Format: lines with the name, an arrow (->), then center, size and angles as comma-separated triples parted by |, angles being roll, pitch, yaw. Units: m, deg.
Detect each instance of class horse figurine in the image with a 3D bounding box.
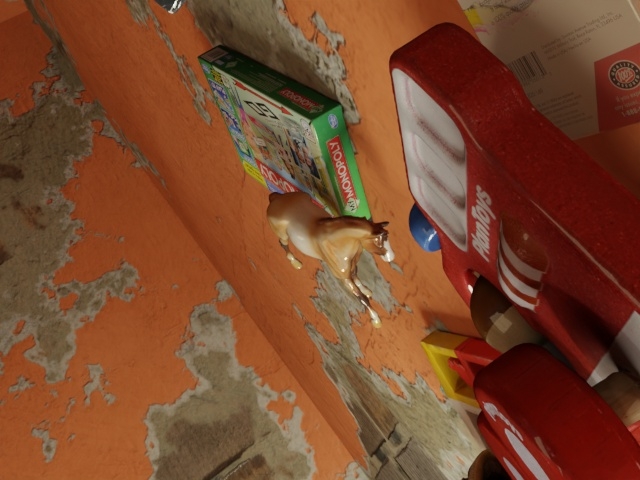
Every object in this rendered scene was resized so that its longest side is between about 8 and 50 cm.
horse figurine -> 0.000, 0.000, 0.859 | 0.263, 0.066, 0.174 | 37, 160, 43

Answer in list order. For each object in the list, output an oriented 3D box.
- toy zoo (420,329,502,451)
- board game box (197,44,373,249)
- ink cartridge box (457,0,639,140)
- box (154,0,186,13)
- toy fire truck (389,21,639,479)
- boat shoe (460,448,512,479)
toy zoo -> 0.221, 0.204, 0.825 | 0.192, 0.030, 0.293 | 60, 163, -9
board game box -> -0.050, -0.134, 0.947 | 0.317, 0.046, 0.213 | 38, 155, 47
ink cartridge box -> 0.126, -0.158, 0.364 | 0.198, 0.067, 0.115 | 58, 163, -8
box -> -0.111, -0.279, 0.343 | 0.247, 0.142, 0.163 | 37, 130, -22
toy fire truck -> 0.144, 0.031, 0.432 | 0.253, 0.169, 0.302 | 54, 177, 25
boat shoe -> 0.216, 0.282, 0.742 | 0.123, 0.123, 0.342 | 59, 161, 21
